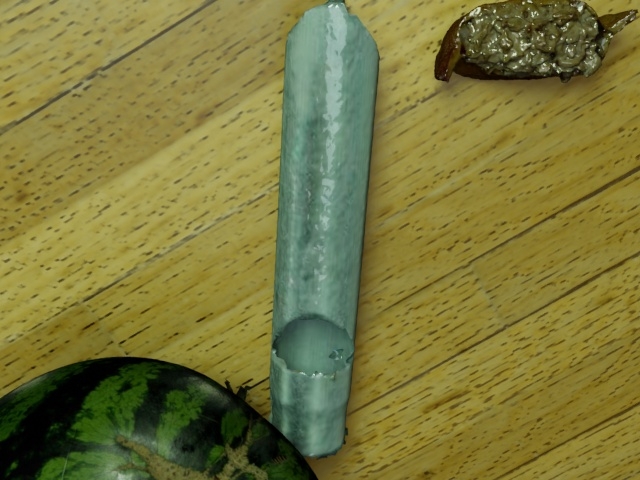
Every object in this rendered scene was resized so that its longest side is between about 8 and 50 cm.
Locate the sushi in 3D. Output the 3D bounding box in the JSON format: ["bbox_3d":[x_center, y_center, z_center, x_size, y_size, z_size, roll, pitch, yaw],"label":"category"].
[{"bbox_3d":[0.132,-0.125,0.493,0.120,0.055,0.052,-1,105,-8],"label":"sushi"}]

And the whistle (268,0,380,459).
[{"bbox_3d":[0.000,0.000,0.524,0.062,0.062,0.312,1,111,-7],"label":"whistle"}]

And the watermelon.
[{"bbox_3d":[-0.118,0.209,0.490,0.269,0.269,0.269,-2,112,-5],"label":"watermelon"}]
